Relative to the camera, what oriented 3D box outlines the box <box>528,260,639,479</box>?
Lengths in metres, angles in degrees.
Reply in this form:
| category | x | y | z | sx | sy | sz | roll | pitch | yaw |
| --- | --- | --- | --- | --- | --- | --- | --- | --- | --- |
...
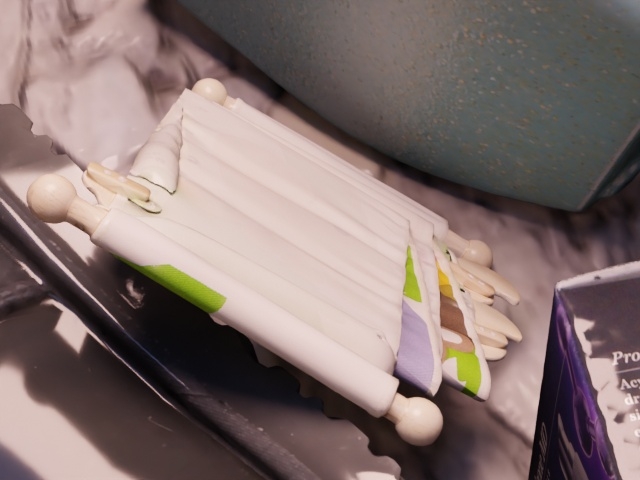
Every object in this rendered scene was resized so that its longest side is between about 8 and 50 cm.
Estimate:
| category | x | y | z | sx | sy | sz | roll | pitch | yaw |
| --- | --- | --- | --- | --- | --- | --- | --- | --- | --- |
| box | 0.146 | 0.127 | 0.558 | 0.108 | 0.153 | 0.207 | -9 | 53 | -4 |

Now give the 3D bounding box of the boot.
| category | x | y | z | sx | sy | sz | roll | pitch | yaw |
| --- | --- | --- | --- | --- | --- | --- | --- | --- | --- |
| boot | -0.175 | 0.200 | 0.517 | 0.445 | 0.146 | 0.367 | -38 | 64 | -22 |

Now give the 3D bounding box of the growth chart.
| category | x | y | z | sx | sy | sz | roll | pitch | yaw |
| --- | --- | --- | --- | --- | --- | --- | --- | --- | --- |
| growth chart | 0.000 | 0.000 | 0.623 | 0.172 | 0.021 | 0.237 | 34 | 17 | -1 |

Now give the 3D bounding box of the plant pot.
| category | x | y | z | sx | sy | sz | roll | pitch | yaw |
| --- | --- | --- | --- | --- | --- | --- | --- | --- | --- |
| plant pot | 0.093 | -0.162 | 0.729 | 0.248 | 0.247 | 0.252 | -38 | 78 | -23 |
